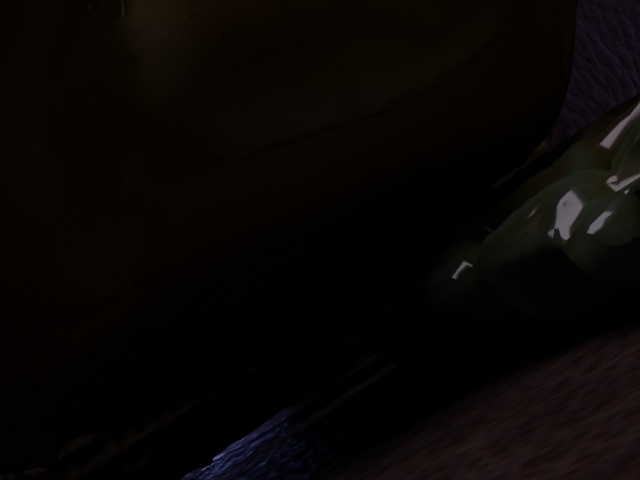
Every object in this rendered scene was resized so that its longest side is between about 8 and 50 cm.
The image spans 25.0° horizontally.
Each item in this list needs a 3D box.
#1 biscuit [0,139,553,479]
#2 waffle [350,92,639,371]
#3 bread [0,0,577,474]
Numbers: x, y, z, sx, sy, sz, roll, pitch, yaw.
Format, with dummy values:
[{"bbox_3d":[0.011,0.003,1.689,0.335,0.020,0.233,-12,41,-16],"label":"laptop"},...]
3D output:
[{"bbox_3d":[-0.022,0.013,0.740,0.426,0.144,0.078,-31,-14,-43],"label":"biscuit"},{"bbox_3d":[0.157,-0.049,0.484,0.309,0.056,0.292,-30,-1,-29],"label":"waffle"},{"bbox_3d":[-0.056,-0.073,0.536,0.316,0.211,0.270,-23,-18,-42],"label":"bread"}]
